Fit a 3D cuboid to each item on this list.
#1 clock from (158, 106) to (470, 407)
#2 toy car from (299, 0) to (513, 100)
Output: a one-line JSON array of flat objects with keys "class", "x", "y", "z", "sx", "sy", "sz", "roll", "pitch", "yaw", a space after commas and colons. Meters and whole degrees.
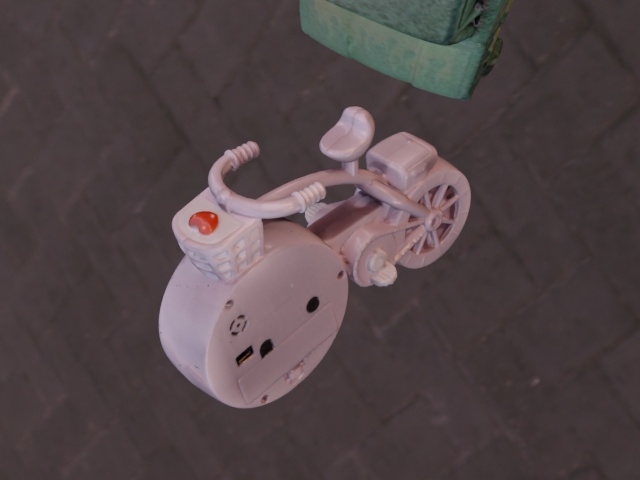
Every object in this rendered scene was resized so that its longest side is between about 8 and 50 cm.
[{"class": "clock", "x": 0.000, "y": 0.000, "z": 0.540, "sx": 0.041, "sy": 0.129, "sz": 0.087, "roll": 33, "pitch": 145, "yaw": 38}, {"class": "toy car", "x": 0.048, "y": -0.180, "z": 0.864, "sx": 0.141, "sy": 0.097, "sz": 0.321, "roll": 24, "pitch": 158, "yaw": 7}]
